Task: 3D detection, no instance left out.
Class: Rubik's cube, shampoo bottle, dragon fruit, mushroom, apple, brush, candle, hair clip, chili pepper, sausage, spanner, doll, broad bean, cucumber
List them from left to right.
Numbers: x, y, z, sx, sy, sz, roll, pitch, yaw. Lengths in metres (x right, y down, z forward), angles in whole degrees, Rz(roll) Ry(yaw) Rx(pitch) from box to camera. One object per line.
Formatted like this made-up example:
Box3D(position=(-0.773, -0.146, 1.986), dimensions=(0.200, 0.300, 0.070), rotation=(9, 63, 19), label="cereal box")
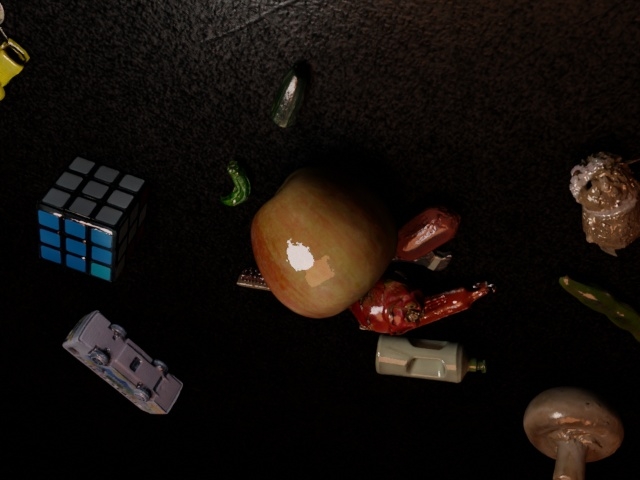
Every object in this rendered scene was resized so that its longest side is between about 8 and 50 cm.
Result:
Box3D(position=(-0.584, -0.289, 1.202), dimensions=(0.173, 0.046, 0.072), rotation=(-24, 127, 33), label="hair clip")
Box3D(position=(-0.446, -0.040, 1.319), dimensions=(0.160, 0.163, 0.162), rotation=(19, 133, -3), label="Rubik's cube")
Box3D(position=(-0.156, -0.103, 1.268), dimensions=(0.055, 0.035, 0.118), rotation=(31, 144, 4), label="chili pepper")
Box3D(position=(-0.046, -0.239, 1.094), dimensions=(0.048, 0.048, 0.105), rotation=(23, 133, -6), label="cucumber")
Box3D(position=(-0.052, 0.094, 1.417), dimensions=(0.247, 0.043, 0.036), rotation=(10, 128, 6), label="brush")
Box3D(position=(0.000, 0.000, 1.167), dimensions=(0.234, 0.257, 0.257), rotation=(39, 132, -6), label="apple")
Box3D(position=(0.090, 0.119, 1.332), dimensions=(0.246, 0.125, 0.126), rotation=(0, 88, 20), label="dragon fruit")
Box3D(position=(0.102, 0.027, 1.325), dimensions=(0.315, 0.024, 0.087), rotation=(-4, 130, 21), label="spanner")
Box3D(position=(0.188, -0.014, 1.218), dimensions=(0.076, 0.076, 0.141), rotation=(39, 120, -21), label="sausage")
Box3D(position=(0.218, 0.133, 1.366), dimensions=(0.301, 0.059, 0.084), rotation=(-23, 132, 32), label="candle")
Box3D(position=(0.242, 0.258, 1.453), dimensions=(0.234, 0.087, 0.118), rotation=(5, 156, 11), label="shampoo bottle")
Box3D(position=(0.543, 0.430, 1.447), dimensions=(0.207, 0.215, 0.207), rotation=(13, 142, 10), label="mushroom")
Box3D(position=(0.470, -0.045, 1.086), dimensions=(0.114, 0.105, 0.221), rotation=(-7, 129, 20), label="doll")
Box3D(position=(0.567, 0.137, 1.278), dimensions=(0.297, 0.043, 0.060), rotation=(34, 142, -17), label="broad bean")

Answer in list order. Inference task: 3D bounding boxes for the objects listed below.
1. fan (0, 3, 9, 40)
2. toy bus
Box3D(position=(-0.563, -0.382, 1.137), dimensions=(0.060, 0.003, 0.080), rotation=(16, 135, 2), label="fan")
Box3D(position=(-0.513, 0.320, 1.731), dimensions=(0.135, 0.109, 0.330), rotation=(-13, 128, 40), label="toy bus")
